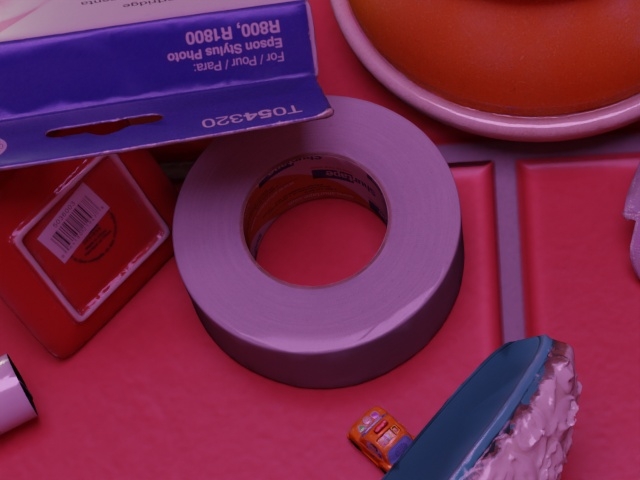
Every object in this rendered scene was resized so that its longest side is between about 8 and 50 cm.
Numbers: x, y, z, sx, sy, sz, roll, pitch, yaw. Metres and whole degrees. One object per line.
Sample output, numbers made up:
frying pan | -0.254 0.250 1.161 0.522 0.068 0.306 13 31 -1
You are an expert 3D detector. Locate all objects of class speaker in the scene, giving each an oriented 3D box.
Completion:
speaker | -0.282 0.138 1.378 0.136 0.055 0.055 -27 63 -6

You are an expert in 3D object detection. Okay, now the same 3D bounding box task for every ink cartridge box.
ink cartridge box | -0.177 -0.159 1.390 0.324 0.071 0.330 -10 26 -8

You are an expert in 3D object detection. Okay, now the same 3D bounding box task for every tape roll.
tape roll | 0.000 0.000 1.402 0.219 0.072 0.219 -3 62 6

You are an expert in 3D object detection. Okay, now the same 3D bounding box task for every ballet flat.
ballet flat | 0.056 0.249 1.247 0.147 0.147 0.409 38 79 23

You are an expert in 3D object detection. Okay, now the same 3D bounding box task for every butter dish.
butter dish | -0.206 -0.021 1.415 0.160 0.160 0.118 -46 43 -15

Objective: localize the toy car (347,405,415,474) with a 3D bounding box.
toy car | 0.080 0.127 1.344 0.122 0.040 0.060 -27 63 -6

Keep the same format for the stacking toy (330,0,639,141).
stacking toy | 0.155 -0.320 1.314 0.350 0.480 0.351 -3 63 6

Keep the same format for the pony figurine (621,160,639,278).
pony figurine | 0.399 -0.110 1.290 0.302 0.363 0.351 16 82 7
